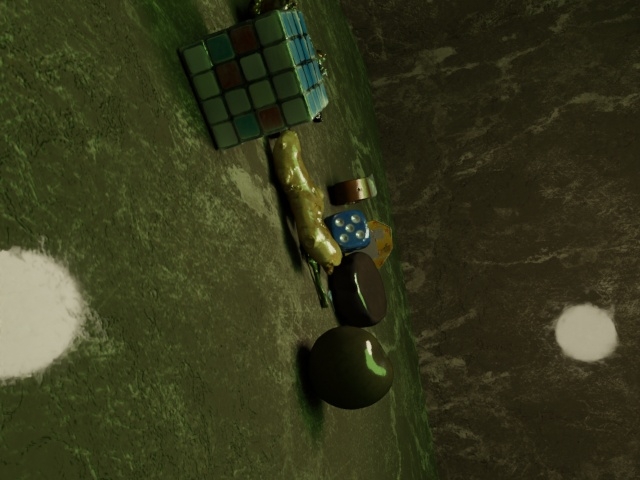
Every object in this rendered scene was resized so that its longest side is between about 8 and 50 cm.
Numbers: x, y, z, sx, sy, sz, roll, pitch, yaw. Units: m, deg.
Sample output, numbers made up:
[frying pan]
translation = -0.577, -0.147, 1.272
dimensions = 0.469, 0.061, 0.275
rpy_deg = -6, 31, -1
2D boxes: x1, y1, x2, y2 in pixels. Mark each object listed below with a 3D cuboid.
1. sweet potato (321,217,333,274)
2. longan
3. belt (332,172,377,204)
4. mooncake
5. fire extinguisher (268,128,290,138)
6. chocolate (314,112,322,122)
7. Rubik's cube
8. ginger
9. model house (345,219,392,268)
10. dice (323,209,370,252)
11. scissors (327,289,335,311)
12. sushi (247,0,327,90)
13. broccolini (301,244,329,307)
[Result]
[sweet potato]
translation = 0.006, -0.003, 1.972
dimensions = 0.078, 0.058, 0.256
rpy_deg = -1, 73, -54
[longan]
translation = 0.086, 0.359, 1.604
dimensions = 0.248, 0.248, 0.248
rpy_deg = -13, 90, -74
[belt]
translation = 0.145, -0.210, 2.384
dimensions = 0.261, 0.184, 0.105
rpy_deg = -14, 91, -74
[mooncake]
translation = 0.134, 0.186, 2.115
dimensions = 0.283, 0.141, 0.283
rpy_deg = 46, 35, -46
[fire extinguisher]
translation = -0.126, -0.343, 1.802
dimensions = 0.157, 0.045, 0.078
rpy_deg = -54, 139, -71
[chocolate]
translation = -0.016, -0.560, 2.329
dimensions = 0.072, 0.070, 0.147
rpy_deg = -15, 92, -47
[Rubik's cube]
translation = -0.148, -0.398, 1.378
dimensions = 0.256, 0.253, 0.259
rpy_deg = -69, 141, -65
[ginger]
translation = -0.055, -0.121, 1.743
dimensions = 0.348, 0.122, 0.363
rpy_deg = 52, 26, -44
[model house]
translation = 0.198, 0.007, 2.354
dimensions = 0.136, 0.219, 0.208
rpy_deg = -59, 135, -76
[dice]
translation = 0.092, -0.027, 2.074
dimensions = 0.146, 0.146, 0.143
rpy_deg = 133, -57, -77
[scissors]
translation = 0.040, 0.216, 2.006
dimensions = 0.036, 0.006, 0.083
rpy_deg = -60, 136, -65
[sushi]
translation = -0.101, -0.613, 1.855
dimensions = 0.417, 0.175, 0.418
rpy_deg = -13, 90, -74
[broccolini]
translation = -0.007, 0.103, 1.850
dimensions = 0.071, 0.057, 0.255
rpy_deg = -29, 107, -28
